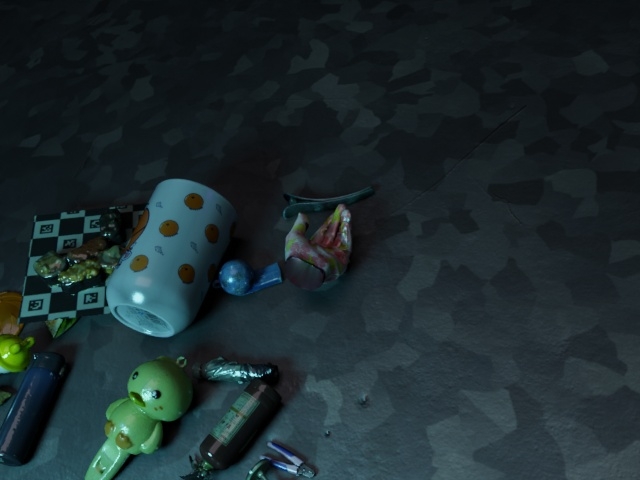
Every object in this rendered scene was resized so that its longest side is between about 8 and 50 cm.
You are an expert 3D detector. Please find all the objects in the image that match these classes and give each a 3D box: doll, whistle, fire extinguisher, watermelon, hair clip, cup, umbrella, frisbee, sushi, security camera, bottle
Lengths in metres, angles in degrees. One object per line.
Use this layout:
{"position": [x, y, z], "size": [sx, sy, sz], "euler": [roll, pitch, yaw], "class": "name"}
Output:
{"position": [-0.748, 0.277, 1.392], "size": [0.241, 0.135, 0.099], "euler": [-25, 61, 19], "class": "doll"}
{"position": [-0.173, 0.077, 1.396], "size": [0.158, 0.090, 0.090], "euler": [-20, 49, 2], "class": "whistle"}
{"position": [-0.178, 0.371, 1.179], "size": [0.231, 0.071, 0.099], "euler": [-49, 29, -20], "class": "fire extinguisher"}
{"position": [-0.645, 0.131, 1.528], "size": [0.119, 0.063, 0.245], "euler": [-33, 54, 4], "class": "watermelon"}
{"position": [0.020, -0.097, 1.512], "size": [0.229, 0.039, 0.070], "euler": [-6, 51, 7], "class": "hair clip"}
{"position": [-0.337, 0.047, 1.393], "size": [0.212, 0.212, 0.317], "euler": [3, 55, 20], "class": "cup"}
{"position": [-0.176, 0.271, 1.271], "size": [0.188, 0.046, 0.050], "euler": [-3, 34, 19], "class": "umbrella"}
{"position": [-0.830, 0.205, 1.539], "size": [0.192, 0.035, 0.192], "euler": [-9, 51, 11], "class": "frisbee"}
{"position": [-0.559, 0.023, 1.517], "size": [0.343, 0.064, 0.359], "euler": [-7, 48, -9], "class": "sushi"}
{"position": [-0.087, 0.445, 1.100], "size": [0.058, 0.058, 0.092], "euler": [-43, 60, -17], "class": "security camera"}
{"position": [-0.364, 0.350, 1.207], "size": [0.141, 0.141, 0.294], "euler": [26, 65, 33], "class": "whistle"}
{"position": [-0.626, 0.358, 1.327], "size": [0.082, 0.072, 0.244], "euler": [18, 53, -13], "class": "bottle"}

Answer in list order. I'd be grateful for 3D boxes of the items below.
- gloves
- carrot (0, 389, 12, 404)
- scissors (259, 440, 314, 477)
{"position": [0.002, 0.011, 1.379], "size": [0.145, 0.126, 0.241], "euler": [-1, 24, 24], "class": "gloves"}
{"position": [-0.863, 0.392, 1.382], "size": [0.342, 0.070, 0.070], "euler": [-19, 49, 1], "class": "carrot"}
{"position": [-0.060, 0.412, 1.137], "size": [0.113, 0.012, 0.039], "euler": [17, 60, 29], "class": "scissors"}
